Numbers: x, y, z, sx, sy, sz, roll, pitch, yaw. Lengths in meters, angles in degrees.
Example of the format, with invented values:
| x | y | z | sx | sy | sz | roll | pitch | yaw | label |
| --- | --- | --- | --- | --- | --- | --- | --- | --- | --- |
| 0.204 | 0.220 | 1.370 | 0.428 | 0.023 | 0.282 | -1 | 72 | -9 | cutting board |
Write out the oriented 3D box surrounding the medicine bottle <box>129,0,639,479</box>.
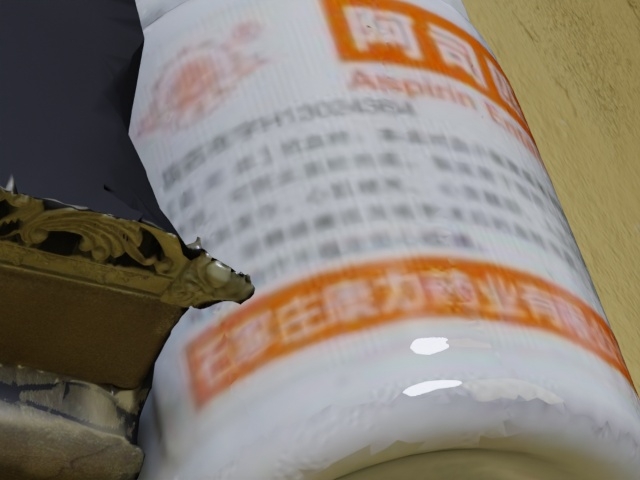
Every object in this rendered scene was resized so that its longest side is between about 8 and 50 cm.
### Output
| x | y | z | sx | sy | sz | roll | pitch | yaw | label |
| --- | --- | --- | --- | --- | --- | --- | --- | --- | --- |
| 0.000 | 0.000 | 0.846 | 0.211 | 0.211 | 0.371 | 34 | 28 | -39 | medicine bottle |

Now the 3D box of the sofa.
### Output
| x | y | z | sx | sy | sz | roll | pitch | yaw | label |
| --- | --- | --- | --- | --- | --- | --- | --- | --- | --- |
| -0.160 | -0.033 | 0.722 | 0.200 | 0.182 | 0.258 | 15 | 44 | -30 | sofa |
